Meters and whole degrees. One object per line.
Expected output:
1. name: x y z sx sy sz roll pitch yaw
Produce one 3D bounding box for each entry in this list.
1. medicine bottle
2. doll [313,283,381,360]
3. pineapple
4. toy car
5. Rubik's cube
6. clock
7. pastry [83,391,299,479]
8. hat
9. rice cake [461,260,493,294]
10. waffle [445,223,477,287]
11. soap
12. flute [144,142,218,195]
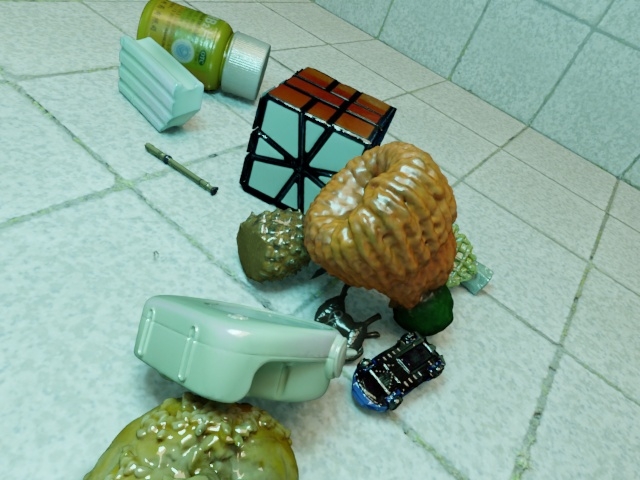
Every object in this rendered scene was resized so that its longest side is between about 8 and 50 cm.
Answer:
1. medicine bottle: -0.370 -0.606 1.446 0.384 0.224 0.224 17 39 -9
2. doll: 0.043 0.174 0.899 0.165 0.057 0.139 -26 63 -38
3. pineapple: 0.001 0.002 0.997 0.364 0.166 0.166 -5 47 -34
4. toy car: 0.146 0.253 0.851 0.216 0.063 0.103 -21 56 -34
5. Rubik's cube: -0.006 -0.243 1.167 0.293 0.289 0.283 30 40 5
6. clock: -0.093 0.167 0.696 0.324 0.109 0.265 19 -10 -43
7. pastry: -0.144 0.324 0.528 0.284 0.184 0.316 12 40 -12
8. hat: 0.176 0.028 0.865 0.400 0.285 0.285 46 34 -20
9. rice cake: 0.297 0.016 1.193 0.336 0.066 0.063 37 37 18
10. waffle: 0.298 0.040 1.124 0.183 0.036 0.169 -18 68 -4
11. soap: -0.449 -0.427 1.240 0.095 0.173 0.289 -23 57 -43
12. flute: -0.354 -0.183 1.128 0.233 0.027 0.027 33 40 12
